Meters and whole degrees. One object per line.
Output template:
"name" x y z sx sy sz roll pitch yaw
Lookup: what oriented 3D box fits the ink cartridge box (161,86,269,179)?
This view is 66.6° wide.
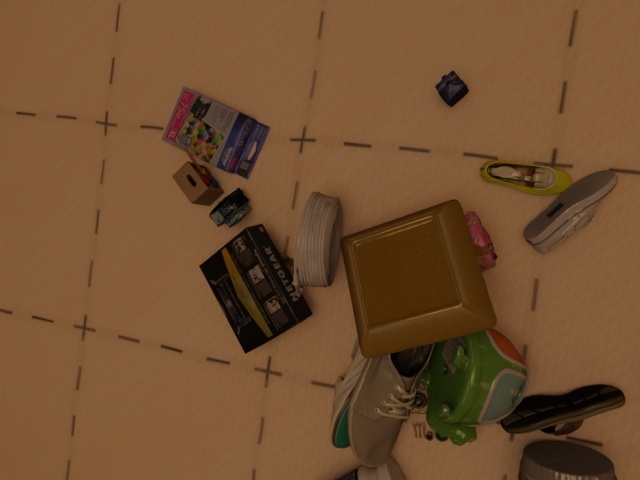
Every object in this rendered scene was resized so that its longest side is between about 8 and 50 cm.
"ink cartridge box" -0.330 -0.336 1.525 0.311 0.065 0.186 27 98 13

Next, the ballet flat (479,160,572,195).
"ballet flat" 0.532 -0.165 1.264 0.230 0.077 0.077 12 93 16

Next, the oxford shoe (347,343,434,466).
"oxford shoe" 0.182 0.391 1.253 0.169 0.130 0.450 10 101 -26

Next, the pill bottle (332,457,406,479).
"pill bottle" 0.106 0.718 1.349 0.264 0.153 0.153 -34 81 14

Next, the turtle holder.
"turtle holder" 0.384 0.369 1.225 0.227 0.243 0.321 11 80 -11

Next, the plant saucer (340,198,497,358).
"plant saucer" 0.208 0.082 1.173 0.332 0.081 0.333 -19 64 20

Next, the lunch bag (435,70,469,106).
"lunch bag" 0.349 -0.410 1.307 0.067 0.098 0.065 -41 77 18

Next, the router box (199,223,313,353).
"router box" -0.197 0.144 1.437 0.242 0.081 0.309 -34 81 33

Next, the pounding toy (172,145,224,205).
"pounding toy" -0.378 -0.195 1.500 0.100 0.130 0.141 -40 80 12

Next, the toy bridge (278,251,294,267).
"toy bridge" -0.117 0.054 1.457 0.188 0.063 0.026 26 96 25

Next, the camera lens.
"camera lens" 0.594 0.657 1.173 0.219 0.219 0.275 -1 90 16

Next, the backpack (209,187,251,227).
"backpack" -0.276 -0.089 1.486 0.114 0.105 0.084 -33 102 23

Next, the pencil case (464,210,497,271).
"pencil case" 0.262 0.067 1.296 0.385 0.167 0.160 -25 62 15

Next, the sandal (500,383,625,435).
"sandal" 0.611 0.445 1.227 0.302 0.120 0.086 -18 99 15

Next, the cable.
"cable" 0.000 0.000 1.325 0.089 0.257 0.257 8 116 12

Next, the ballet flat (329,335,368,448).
"ballet flat" 0.117 0.379 1.370 0.139 0.139 0.401 26 93 15

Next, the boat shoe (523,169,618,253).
"boat shoe" 0.641 -0.069 1.236 0.258 0.095 0.084 -41 111 19

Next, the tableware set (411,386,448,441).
"tableware set" 0.304 0.483 1.359 0.103 0.024 0.154 -6 88 16
